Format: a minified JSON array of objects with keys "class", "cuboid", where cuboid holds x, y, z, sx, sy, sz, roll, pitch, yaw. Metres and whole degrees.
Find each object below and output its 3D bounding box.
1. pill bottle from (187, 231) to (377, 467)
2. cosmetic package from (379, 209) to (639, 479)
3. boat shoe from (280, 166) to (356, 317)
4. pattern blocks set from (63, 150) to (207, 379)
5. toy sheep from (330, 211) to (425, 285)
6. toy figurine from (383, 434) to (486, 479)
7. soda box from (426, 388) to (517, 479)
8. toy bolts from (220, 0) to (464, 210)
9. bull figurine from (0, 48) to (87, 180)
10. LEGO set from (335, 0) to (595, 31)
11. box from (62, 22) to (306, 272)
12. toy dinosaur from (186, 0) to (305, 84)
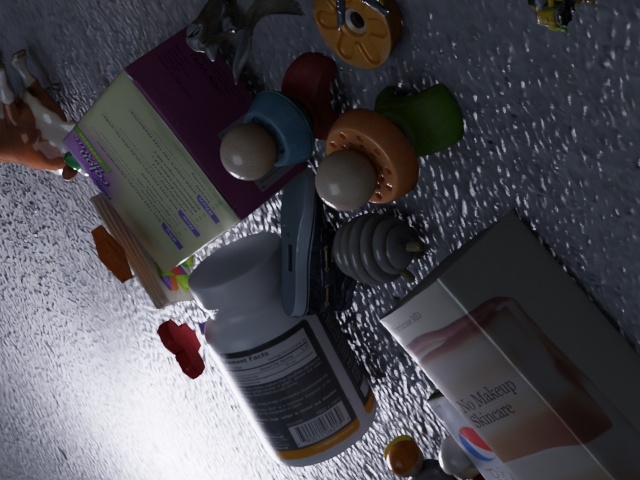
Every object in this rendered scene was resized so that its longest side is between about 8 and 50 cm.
[{"class":"pill bottle","cuboid":[-0.050,0.139,1.614,0.162,0.162,0.278,1,124,51]},{"class":"cosmetic package","cuboid":[0.223,0.137,1.298,0.296,0.129,0.153,49,150,3]},{"class":"boat shoe","cuboid":[0.000,0.000,1.503,0.065,0.083,0.183,-149,60,-61]},{"class":"pattern blocks set","cuboid":[-0.222,0.011,1.647,0.325,0.026,0.285,56,-167,-6]},{"class":"toy sheep","cuboid":[0.065,0.010,1.409,0.132,0.091,0.091,-10,117,40]},{"class":"toy figurine","cuboid":[0.130,0.343,1.558,0.148,0.213,0.209,45,155,-16]},{"class":"soda box","cuboid":[0.224,0.245,1.471,0.216,0.069,0.074,53,149,-4]},{"class":"toy bolts","cuboid":[-0.009,-0.136,1.269,0.228,0.158,0.218,1,124,51]},{"class":"bull figurine","cuboid":[-0.431,-0.176,1.819,0.310,0.101,0.188,3,122,47]},{"class":"LEGO set","cuboid":[0.081,-0.277,0.938,0.255,0.192,0.331,28,150,26]},{"class":"box","cuboid":[-0.168,-0.103,1.502,0.213,0.117,0.243,52,148,-4]},{"class":"toy dinosaur","cuboid":[-0.028,-0.311,1.172,0.160,0.121,0.313,48,125,6]}]
